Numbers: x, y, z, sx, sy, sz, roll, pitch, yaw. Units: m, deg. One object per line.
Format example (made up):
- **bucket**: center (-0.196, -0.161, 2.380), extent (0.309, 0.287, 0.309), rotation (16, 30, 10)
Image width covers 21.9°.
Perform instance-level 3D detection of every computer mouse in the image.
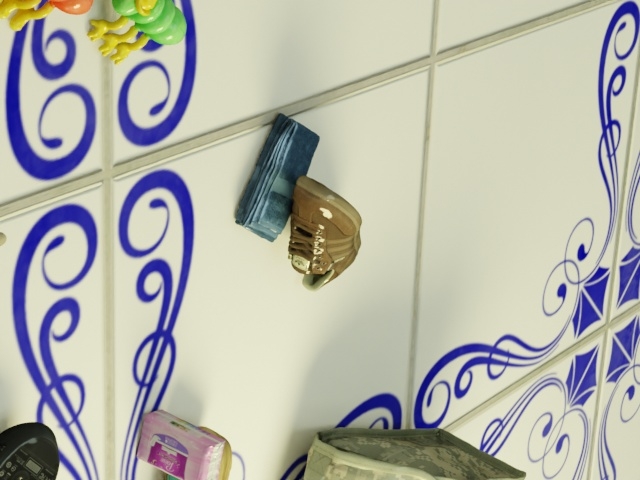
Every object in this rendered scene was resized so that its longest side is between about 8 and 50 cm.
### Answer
- **computer mouse**: center (-0.307, 0.253, 1.399), extent (0.242, 0.041, 0.071), rotation (-52, 133, -15)

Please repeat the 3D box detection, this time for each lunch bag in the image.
- **lunch bag**: center (0.069, 0.339, 1.852), extent (0.287, 0.169, 0.235), rotation (7, 103, -48)

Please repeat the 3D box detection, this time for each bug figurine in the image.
- **bug figurine**: center (-0.144, -0.269, 1.336), extent (0.216, 0.072, 0.279), rotation (41, 71, -54)

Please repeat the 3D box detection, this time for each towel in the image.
- **towel**: center (-0.039, -0.060, 1.623), extent (0.067, 0.029, 0.119), rotation (28, 82, -57)

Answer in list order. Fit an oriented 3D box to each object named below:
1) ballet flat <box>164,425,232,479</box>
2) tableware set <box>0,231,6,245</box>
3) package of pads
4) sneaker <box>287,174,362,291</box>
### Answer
- **ballet flat**: center (-0.129, 0.297, 1.625), extent (0.073, 0.080, 0.232), rotation (10, 96, -71)
- **tableware set**: center (-0.326, 0.034, 1.256), extent (0.194, 0.039, 0.128), rotation (-9, 113, -53)
- **package of pads**: center (-0.132, 0.199, 1.570), extent (0.032, 0.083, 0.050), rotation (-11, 118, -58)
- **sneaker**: center (0.000, 0.000, 1.643), extent (0.071, 0.066, 0.188), rotation (-57, 160, -12)
